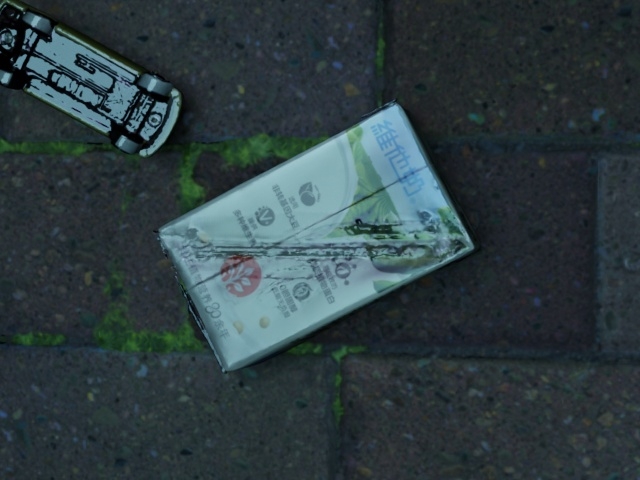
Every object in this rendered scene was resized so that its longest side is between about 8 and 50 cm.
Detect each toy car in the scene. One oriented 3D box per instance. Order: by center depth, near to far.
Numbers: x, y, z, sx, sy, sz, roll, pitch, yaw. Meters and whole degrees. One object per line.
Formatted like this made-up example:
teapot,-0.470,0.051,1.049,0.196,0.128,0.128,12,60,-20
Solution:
toy car,-0.285,-0.197,1.590,0.257,0.124,0.101,29,98,1

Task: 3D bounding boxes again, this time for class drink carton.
drink carton,-0.001,0.000,1.523,0.325,0.132,0.194,-27,85,11
